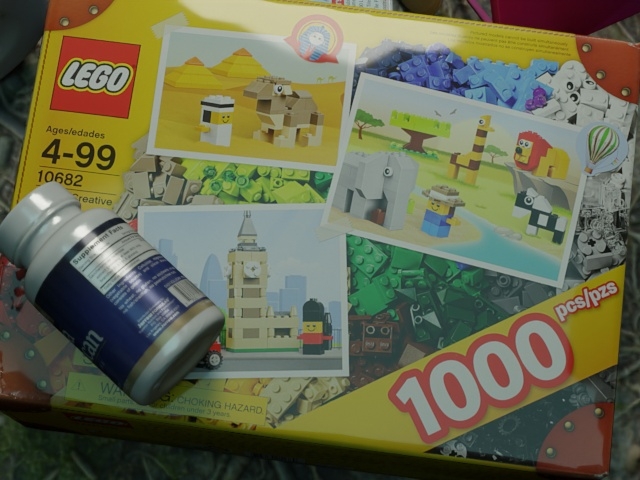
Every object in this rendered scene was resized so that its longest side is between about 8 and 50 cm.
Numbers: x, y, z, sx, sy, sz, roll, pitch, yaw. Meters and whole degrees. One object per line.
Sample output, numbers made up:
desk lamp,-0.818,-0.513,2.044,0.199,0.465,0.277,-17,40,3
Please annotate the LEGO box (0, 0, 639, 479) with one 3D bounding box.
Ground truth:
LEGO box,0.000,0.000,1.216,0.500,0.193,0.373,7,76,1

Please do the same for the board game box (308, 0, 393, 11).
board game box,-0.091,-0.347,1.369,0.317,0.066,0.319,0,75,-1

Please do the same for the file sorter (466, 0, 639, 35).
file sorter,0.252,-0.335,1.286,0.290,0.202,0.182,-24,52,-6

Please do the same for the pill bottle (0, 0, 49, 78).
pill bottle,-0.421,-0.307,1.286,0.204,0.204,0.361,-34,78,-9

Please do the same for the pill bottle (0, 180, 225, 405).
pill bottle,-0.162,0.036,1.057,0.169,0.094,0.094,42,79,10

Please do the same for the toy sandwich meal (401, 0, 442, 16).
toy sandwich meal,0.099,-0.257,1.348,0.029,0.085,0.086,-22,76,-29
